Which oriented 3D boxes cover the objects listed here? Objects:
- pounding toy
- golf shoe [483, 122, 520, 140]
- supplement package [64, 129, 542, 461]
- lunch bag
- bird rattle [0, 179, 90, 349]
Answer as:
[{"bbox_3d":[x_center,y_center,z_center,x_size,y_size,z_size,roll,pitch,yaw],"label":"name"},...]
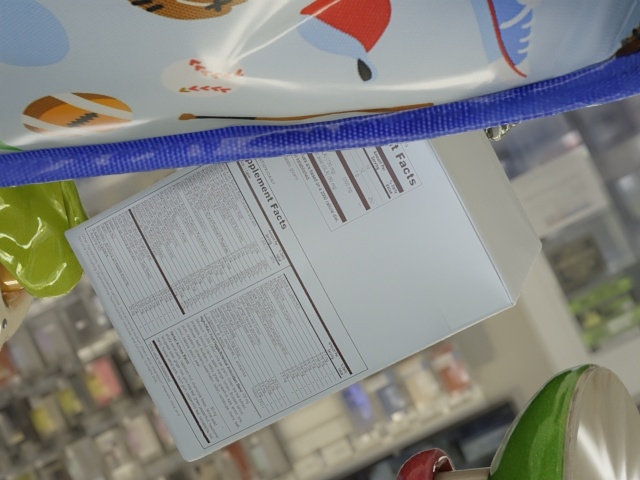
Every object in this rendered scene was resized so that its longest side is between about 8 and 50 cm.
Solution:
[{"bbox_3d":[0.112,0.162,0.875,0.110,0.183,0.237,-9,166,23],"label":"pounding toy"},{"bbox_3d":[0.062,-0.187,1.310,0.120,0.272,0.105,-19,148,7],"label":"golf shoe"},{"bbox_3d":[0.000,0.000,0.989,0.203,0.149,0.194,-27,-177,15],"label":"supplement package"},{"bbox_3d":[-0.029,-0.210,0.640,0.386,0.327,0.239,-3,159,9],"label":"lunch bag"},{"bbox_3d":[-0.206,-0.040,1.079,0.143,0.207,0.253,7,-148,-5],"label":"bird rattle"}]
